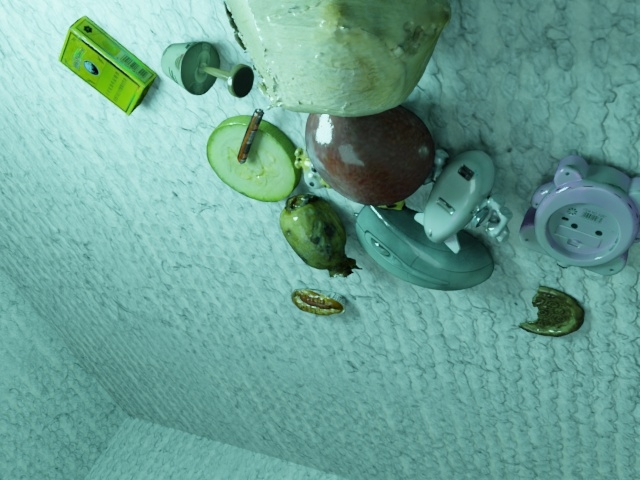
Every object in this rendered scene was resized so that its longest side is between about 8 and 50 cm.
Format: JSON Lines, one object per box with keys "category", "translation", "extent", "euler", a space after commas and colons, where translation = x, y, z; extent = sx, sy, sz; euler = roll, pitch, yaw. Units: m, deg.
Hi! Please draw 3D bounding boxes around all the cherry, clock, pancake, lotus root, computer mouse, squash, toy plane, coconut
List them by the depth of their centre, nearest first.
{"category": "coconut", "translation": [0.038, -0.379, 1.126], "extent": [0.360, 0.346, 0.346], "euler": [2, 136, 35]}
{"category": "cherry", "translation": [0.092, -0.190, 1.377], "extent": [0.261, 0.221, 0.307], "euler": [24, 176, 40]}
{"category": "clock", "translation": [0.538, -0.049, 1.378], "extent": [0.228, 0.090, 0.247], "euler": [21, 141, 12]}
{"category": "toy plane", "translation": [0.293, -0.088, 1.462], "extent": [0.267, 0.123, 0.266], "euler": [29, 135, 33]}
{"category": "computer mouse", "translation": [0.232, 0.026, 1.659], "extent": [0.371, 0.122, 0.188], "euler": [25, 143, 13]}
{"category": "pancake", "translation": [0.558, 0.178, 1.689], "extent": [0.184, 0.020, 0.190], "euler": [-7, 130, 41]}
{"category": "squash", "translation": [-0.165, -0.201, 1.712], "extent": [0.252, 0.049, 0.252], "euler": [18, 140, 15]}
{"category": "lotus root", "translation": [-0.002, 0.001, 1.757], "extent": [0.154, 0.154, 0.278], "euler": [-10, 128, 42]}

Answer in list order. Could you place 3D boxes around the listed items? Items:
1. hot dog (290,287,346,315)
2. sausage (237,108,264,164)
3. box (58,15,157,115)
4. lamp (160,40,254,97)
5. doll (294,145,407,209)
{"category": "hot dog", "translation": [-0.007, 0.186, 2.060], "extent": [0.192, 0.053, 0.099], "euler": [7, 142, 32]}
{"category": "sausage", "translation": [-0.167, -0.245, 1.615], "extent": [0.028, 0.025, 0.198], "euler": [3, 146, -20]}
{"category": "box", "translation": [-0.527, -0.427, 1.684], "extent": [0.220, 0.064, 0.141], "euler": [40, 143, -11]}
{"category": "lamp", "translation": [-0.251, -0.373, 1.501], "extent": [0.215, 0.121, 0.121], "euler": [25, 146, 30]}
{"category": "doll", "translation": [0.069, -0.144, 1.586], "extent": [0.291, 0.086, 0.117], "euler": [22, 140, 12]}
